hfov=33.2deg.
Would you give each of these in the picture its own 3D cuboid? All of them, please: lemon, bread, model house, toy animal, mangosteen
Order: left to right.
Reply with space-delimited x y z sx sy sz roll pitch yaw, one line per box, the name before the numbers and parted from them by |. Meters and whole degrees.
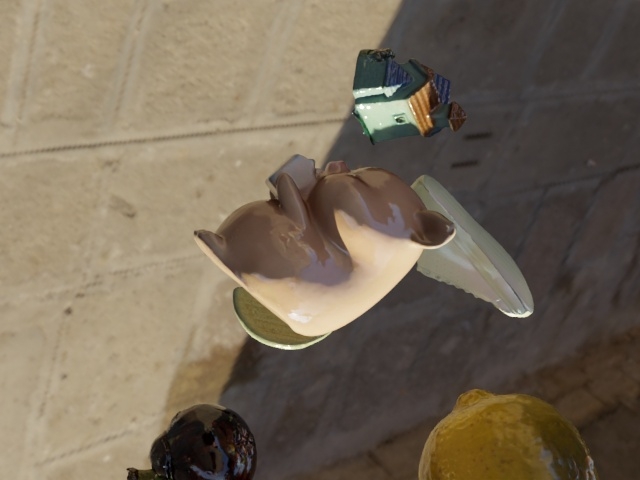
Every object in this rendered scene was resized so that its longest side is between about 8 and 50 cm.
mangosteen | -0.185 0.338 1.651 0.184 0.172 0.172 -45 154 27
bread | -0.059 0.142 1.863 0.193 0.112 0.036 5 144 -7
toy animal | 0.002 -0.004 1.353 0.256 0.213 0.195 -38 -176 -4
model house | 0.135 -0.206 1.519 0.148 0.149 0.119 58 40 -56
lemon | 0.266 0.353 1.488 0.254 0.310 0.253 -16 157 -7

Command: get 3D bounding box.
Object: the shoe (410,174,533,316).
shoe | 0.206 0.027 1.625 0.110 0.265 0.095 -38 -176 24
